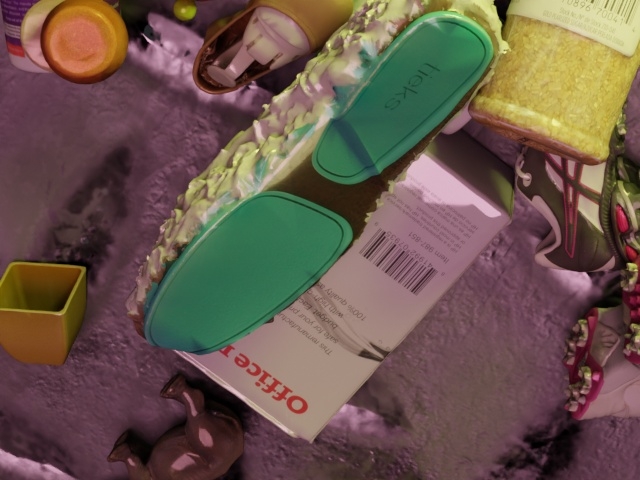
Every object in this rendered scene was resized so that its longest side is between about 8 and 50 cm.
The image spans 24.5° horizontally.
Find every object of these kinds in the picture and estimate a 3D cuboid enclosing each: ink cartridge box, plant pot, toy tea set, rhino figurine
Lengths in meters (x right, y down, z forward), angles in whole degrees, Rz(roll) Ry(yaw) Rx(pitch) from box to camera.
[{"bbox_3d":[0.000,0.000,1.379,0.223,0.129,0.307,37,113,-7],"label":"ink cartridge box"},{"bbox_3d":[-0.281,0.080,1.494,0.082,0.081,0.083,3,125,9],"label":"plant pot"},{"bbox_3d":[-0.131,-0.279,1.252,0.336,0.124,0.200,-36,100,1],"label":"toy tea set"},{"bbox_3d":[-0.172,0.245,1.547,0.106,0.073,0.243,39,115,-4],"label":"rhino figurine"}]

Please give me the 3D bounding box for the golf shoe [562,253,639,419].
[{"bbox_3d":[0.324,0.084,1.322,0.140,0.115,0.306,11,156,-8],"label":"golf shoe"}]

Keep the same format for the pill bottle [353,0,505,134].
[{"bbox_3d":[0.074,-0.190,1.296,0.187,0.112,0.112,38,114,-6],"label":"pill bottle"}]

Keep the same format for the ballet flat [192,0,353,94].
[{"bbox_3d":[-0.046,-0.171,1.277,0.080,0.073,0.232,41,157,-14],"label":"ballet flat"}]

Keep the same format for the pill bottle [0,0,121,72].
[{"bbox_3d":[-0.239,-0.256,1.324,0.108,0.108,0.193,0,113,10],"label":"pill bottle"}]

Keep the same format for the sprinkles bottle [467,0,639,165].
[{"bbox_3d":[0.233,-0.243,1.176,0.121,0.121,0.355,21,93,1],"label":"sprinkles bottle"}]

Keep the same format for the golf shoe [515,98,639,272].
[{"bbox_3d":[0.222,-0.089,1.320,0.120,0.105,0.272,-10,111,20],"label":"golf shoe"}]

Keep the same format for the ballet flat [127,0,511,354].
[{"bbox_3d":[-0.007,-0.071,1.217,0.147,0.147,0.409,42,112,-9],"label":"ballet flat"}]
